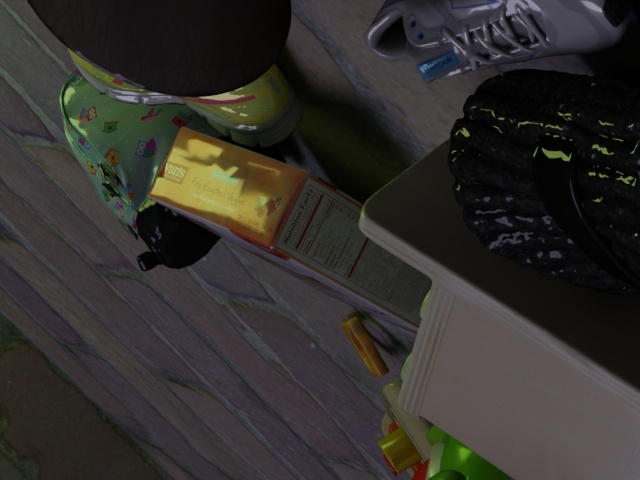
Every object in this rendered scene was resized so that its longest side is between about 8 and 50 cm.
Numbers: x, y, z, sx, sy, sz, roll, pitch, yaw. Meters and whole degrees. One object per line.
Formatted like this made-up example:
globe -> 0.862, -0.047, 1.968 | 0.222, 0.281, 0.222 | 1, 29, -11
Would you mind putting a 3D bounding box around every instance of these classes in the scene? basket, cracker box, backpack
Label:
basket -> -0.094, -0.212, 1.082 | 0.204, 0.154, 0.227 | 40, 160, 6
cracker box -> 0.000, 0.000, 1.431 | 0.156, 0.067, 0.232 | 22, 174, 46
backpack -> -0.132, -0.081, 1.526 | 0.182, 0.152, 0.115 | 44, 162, 32

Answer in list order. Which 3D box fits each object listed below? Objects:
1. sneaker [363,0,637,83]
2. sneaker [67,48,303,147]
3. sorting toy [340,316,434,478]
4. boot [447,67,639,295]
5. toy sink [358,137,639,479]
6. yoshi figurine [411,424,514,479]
sneaker -> 0.094, -0.117, 1.024 | 0.071, 0.083, 0.191 | 51, 159, -27
sneaker -> -0.110, -0.147, 1.399 | 0.208, 0.081, 0.094 | 20, 157, 22
sorting toy -> 0.100, 0.230, 1.752 | 0.347, 0.047, 0.196 | 57, 172, 13
boot -> 0.246, 0.032, 0.995 | 0.348, 0.131, 0.260 | 50, 158, -17
toy sink -> 0.143, 0.055, 1.161 | 0.234, 0.153, 0.131 | 33, 133, 21
yoshi figurine -> 0.130, 0.214, 1.300 | 0.203, 0.362, 0.203 | 37, 162, 12
